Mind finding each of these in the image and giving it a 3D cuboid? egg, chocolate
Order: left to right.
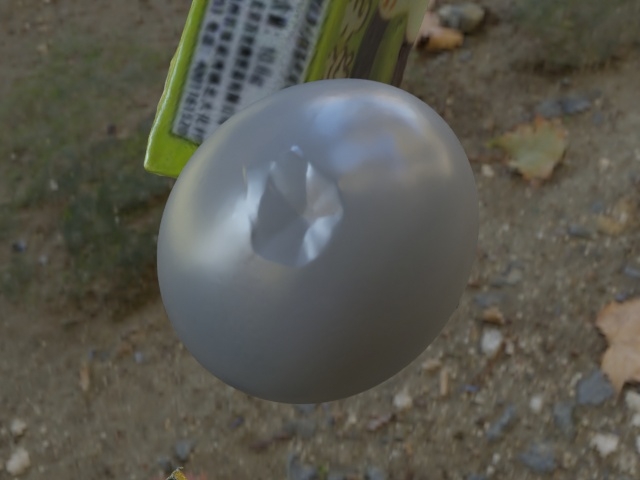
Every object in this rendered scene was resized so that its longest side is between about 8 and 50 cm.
[{"bbox_3d":[-0.013,-0.182,1.394,0.137,0.289,0.301,20,98,19],"label":"chocolate"},{"bbox_3d":[0.000,0.000,0.846,0.176,0.232,0.176,9,66,-21],"label":"egg"}]

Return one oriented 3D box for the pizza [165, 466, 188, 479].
[{"bbox_3d":[-0.131,0.241,1.185,0.108,0.123,0.026,-8,9,22],"label":"pizza"}]
